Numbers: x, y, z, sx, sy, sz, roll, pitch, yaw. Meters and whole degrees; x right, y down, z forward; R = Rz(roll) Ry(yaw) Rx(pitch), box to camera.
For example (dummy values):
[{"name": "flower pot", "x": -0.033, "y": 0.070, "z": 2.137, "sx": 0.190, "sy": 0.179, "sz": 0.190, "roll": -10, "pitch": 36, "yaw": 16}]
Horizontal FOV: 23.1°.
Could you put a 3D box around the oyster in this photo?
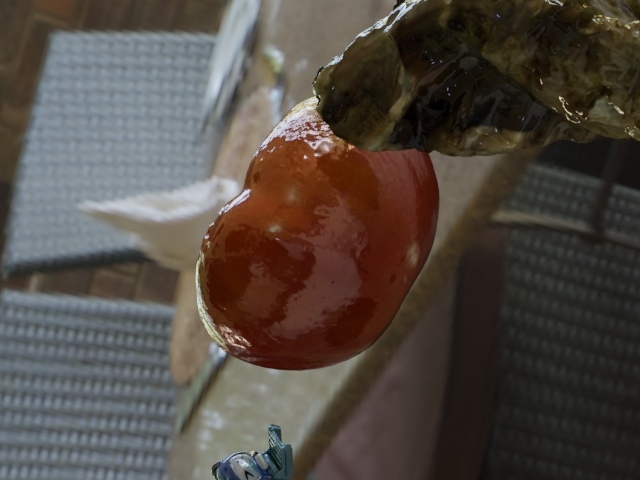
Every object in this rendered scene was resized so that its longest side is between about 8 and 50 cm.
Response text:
[{"name": "oyster", "x": 0.131, "y": -0.122, "z": 1.159, "sx": 0.094, "sy": 0.294, "sz": 0.166, "roll": -37, "pitch": -70, "yaw": -72}]

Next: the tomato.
[{"name": "tomato", "x": -0.001, "y": 0.001, "z": 1.352, "sx": 0.259, "sy": 0.180, "sz": 0.260, "roll": -62, "pitch": -4, "yaw": -7}]

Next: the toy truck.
[{"name": "toy truck", "x": -0.058, "y": 0.226, "z": 1.568, "sx": 0.090, "sy": 0.073, "sz": 0.056, "roll": -49, "pitch": 55, "yaw": 19}]
